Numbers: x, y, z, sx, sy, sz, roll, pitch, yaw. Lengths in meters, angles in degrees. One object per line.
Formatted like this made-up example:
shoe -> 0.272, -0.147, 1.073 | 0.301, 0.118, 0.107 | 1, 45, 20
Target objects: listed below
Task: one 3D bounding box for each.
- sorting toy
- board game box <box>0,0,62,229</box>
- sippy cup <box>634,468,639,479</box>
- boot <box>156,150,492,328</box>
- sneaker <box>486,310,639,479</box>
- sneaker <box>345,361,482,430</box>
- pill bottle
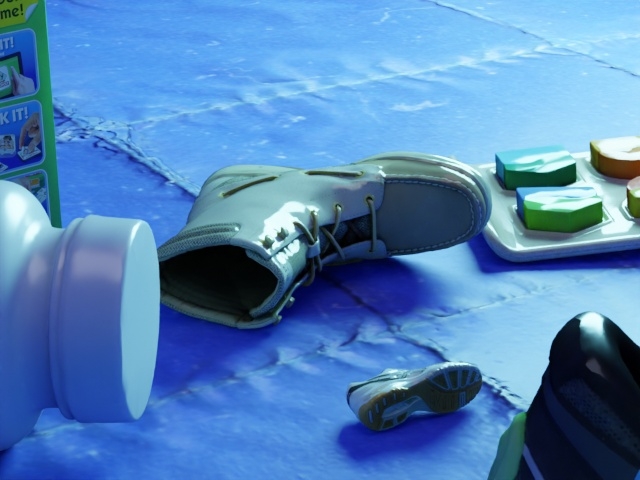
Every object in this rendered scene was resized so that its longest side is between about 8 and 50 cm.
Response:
sorting toy -> 0.210, -0.038, 1.313 | 0.208, 0.038, 0.193 | -2, 21, -5
board game box -> -0.311, -0.046, 1.103 | 0.317, 0.214, 0.046 | -19, 28, -38
sippy cup -> 0.133, 0.181, 0.457 | 0.240, 0.224, 0.305 | -3, 26, -26
boot -> 0.000, 0.000, 1.169 | 0.213, 0.077, 0.165 | 0, 20, 15
sneaker -> 0.308, 0.107, 0.715 | 0.482, 0.202, 0.185 | -1, 22, 0
sneaker -> 0.053, 0.083, 1.014 | 0.083, 0.032, 0.037 | -11, 24, -26
pill bottle -> -0.231, 0.040, 0.967 | 0.272, 0.152, 0.152 | 2, 21, 5
